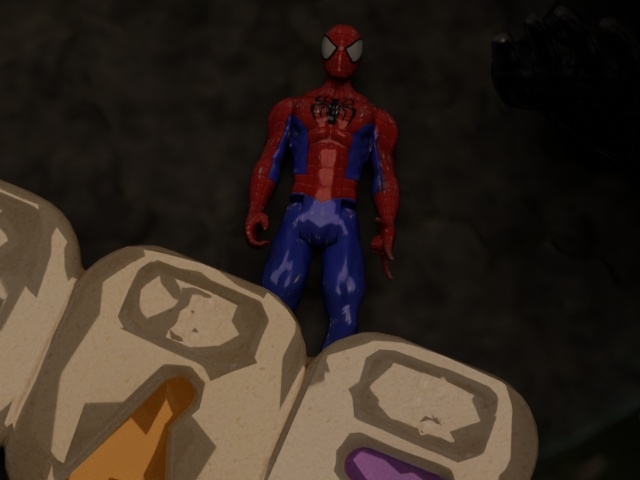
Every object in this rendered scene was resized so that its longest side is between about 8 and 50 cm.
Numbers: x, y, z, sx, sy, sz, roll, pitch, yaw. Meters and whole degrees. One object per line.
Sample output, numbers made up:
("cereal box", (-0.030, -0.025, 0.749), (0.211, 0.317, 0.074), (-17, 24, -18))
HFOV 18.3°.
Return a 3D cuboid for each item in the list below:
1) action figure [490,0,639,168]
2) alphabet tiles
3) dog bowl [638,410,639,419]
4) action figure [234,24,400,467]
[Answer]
("action figure", (0.125, -0.157, 0.486), (0.164, 0.141, 0.275), (10, 74, 3))
("alphabet tiles", (-0.077, 0.131, 0.432), (0.284, 0.021, 0.278), (21, 76, 5))
("dog bowl", (0.217, -0.054, 0.391), (0.349, 0.102, 0.348), (-2, 99, -12))
("action figure", (0.000, 0.000, 0.485), (0.038, 0.030, 0.115), (4, 69, 4))
